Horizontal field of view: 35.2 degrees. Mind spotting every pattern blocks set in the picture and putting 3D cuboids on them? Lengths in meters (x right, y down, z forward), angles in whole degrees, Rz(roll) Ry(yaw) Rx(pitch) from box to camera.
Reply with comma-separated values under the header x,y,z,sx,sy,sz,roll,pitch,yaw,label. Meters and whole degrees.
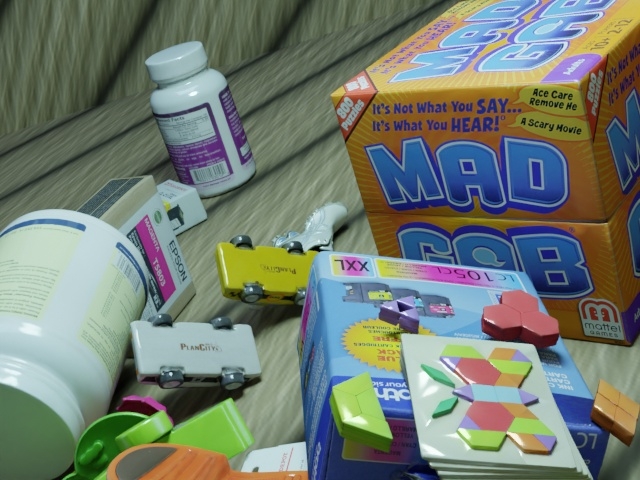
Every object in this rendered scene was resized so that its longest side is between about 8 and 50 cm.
x,y,z,sx,sy,sz,roll,pitch,yaw,label
0.151,0.147,0.908,0.285,0.026,0.325,-3,34,-19,pattern blocks set

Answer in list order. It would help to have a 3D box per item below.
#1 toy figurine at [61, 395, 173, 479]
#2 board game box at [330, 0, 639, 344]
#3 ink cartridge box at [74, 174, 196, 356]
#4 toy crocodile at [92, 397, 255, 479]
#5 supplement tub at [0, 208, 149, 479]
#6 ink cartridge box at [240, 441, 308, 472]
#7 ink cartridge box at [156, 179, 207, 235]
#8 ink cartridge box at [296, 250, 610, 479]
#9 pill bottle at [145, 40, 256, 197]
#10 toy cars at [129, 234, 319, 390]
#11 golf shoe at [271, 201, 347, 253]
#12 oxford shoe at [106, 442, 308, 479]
x,y,z,sx,sy,sz,roll,pitch,yaw,label
-0.249,0.267,1.293,0.173,0.130,0.159,-41,9,7,toy figurine
0.297,-0.117,1.390,0.357,0.356,0.356,4,33,40,board game box
-0.308,0.039,1.623,0.088,0.234,0.193,-5,28,26,ink cartridge box
-0.234,0.293,1.156,0.341,0.115,0.105,-33,0,-10,toy crocodile
-0.379,0.137,1.362,0.235,0.235,0.324,-11,36,16,supplement tub
0.001,0.276,1.120,0.181,0.061,0.104,-11,25,15,ink cartridge box
-0.335,-0.047,2.016,0.175,0.072,0.127,-31,27,-25,ink cartridge box
0.124,0.168,1.059,0.270,0.151,0.395,5,25,-6,ink cartridge box
-0.258,-0.255,2.124,0.169,0.301,0.169,-15,24,7,pill bottle
-0.135,0.113,1.477,0.087,0.176,0.393,-45,1,43,toy cars
0.000,0.000,1.724,0.086,0.069,0.176,29,52,32,golf shoe
-0.045,0.313,1.025,0.364,0.132,0.130,13,23,19,oxford shoe
